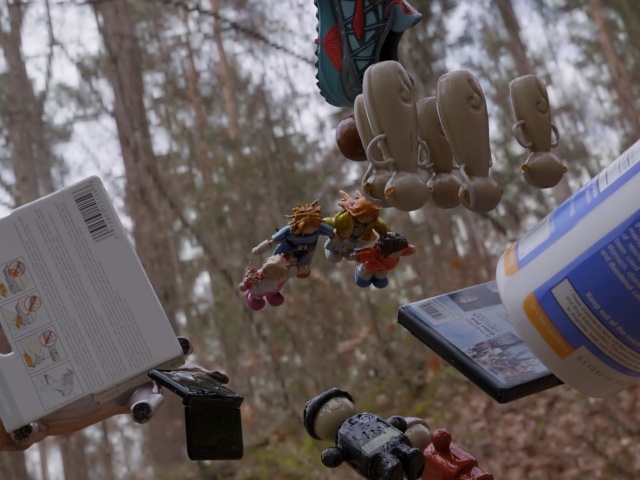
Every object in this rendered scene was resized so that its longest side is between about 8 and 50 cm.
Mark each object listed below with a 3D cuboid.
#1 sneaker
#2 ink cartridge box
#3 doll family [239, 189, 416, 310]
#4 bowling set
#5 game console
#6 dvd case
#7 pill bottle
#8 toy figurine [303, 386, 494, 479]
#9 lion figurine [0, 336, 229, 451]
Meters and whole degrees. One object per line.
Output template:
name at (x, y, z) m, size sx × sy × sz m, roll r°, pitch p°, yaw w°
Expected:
sneaker at (0.062, -0.279, 1.619) m, size 0.125 × 0.104 × 0.261 m, roll 8°, pitch -61°, yaw 25°
ink cartridge box at (-0.338, 0.084, 1.804) m, size 0.239 × 0.275 × 0.060 m, roll -25°, pitch -15°, yaw -10°
doll family at (0.000, 0.000, 1.931) m, size 0.263 × 0.118 × 0.163 m, roll -11°, pitch -21°, yaw -18°
bowling set at (0.114, -0.085, 1.517) m, size 0.287 × 0.154 × 0.200 m, roll -1°, pitch -14°, yaw -38°
game console at (-0.150, 0.210, 1.695) m, size 0.122 × 0.107 × 0.071 m, roll 16°, pitch -80°, yaw -61°
dvd case at (0.231, 0.086, 1.438) m, size 0.253 × 0.180 × 0.022 m, roll -13°, pitch -59°, yaw -28°
pill bottle at (0.283, -0.007, 1.109) m, size 0.152 × 0.152 × 0.272 m, roll 16°, pitch -48°, yaw -45°
toy figurine at (0.049, 0.274, 1.452) m, size 0.213 × 0.148 × 0.209 m, roll 23°, pitch -84°, yaw -46°
lion figurine at (-0.341, 0.224, 2.014) m, size 0.392 × 0.142 × 0.240 m, roll -2°, pitch -10°, yaw -13°
